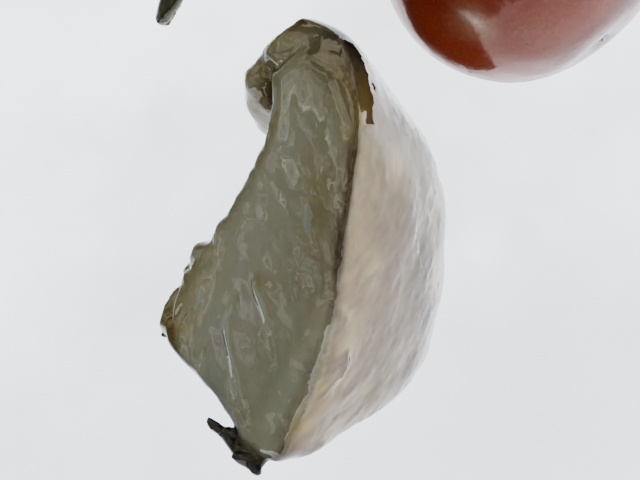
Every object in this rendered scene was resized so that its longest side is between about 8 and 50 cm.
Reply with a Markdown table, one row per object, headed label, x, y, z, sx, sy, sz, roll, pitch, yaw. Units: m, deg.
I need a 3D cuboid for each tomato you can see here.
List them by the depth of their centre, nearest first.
| label | x | y | z | sx | sy | sz | roll | pitch | yaw |
| --- | --- | --- | --- | --- | --- | --- | --- | --- | --- |
| tomato | 0.178 | -0.260 | 1.344 | 0.256 | 0.224 | 0.256 | -37 | 175 | -4 |

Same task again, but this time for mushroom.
| label | x | y | z | sx | sy | sz | roll | pitch | yaw |
| --- | --- | --- | --- | --- | --- | --- | --- | --- | --- |
| mushroom | 0.033 | -0.023 | 1.452 | 0.224 | 0.313 | 0.397 | 39 | -51 | 31 |

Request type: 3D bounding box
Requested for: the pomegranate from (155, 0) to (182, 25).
| label | x | y | z | sx | sy | sz | roll | pitch | yaw |
| --- | --- | --- | --- | --- | --- | --- | --- | --- | --- |
| pomegranate | -0.076 | -0.176 | 0.661 | 0.152 | 0.191 | 0.131 | -26 | -130 | 1 |
